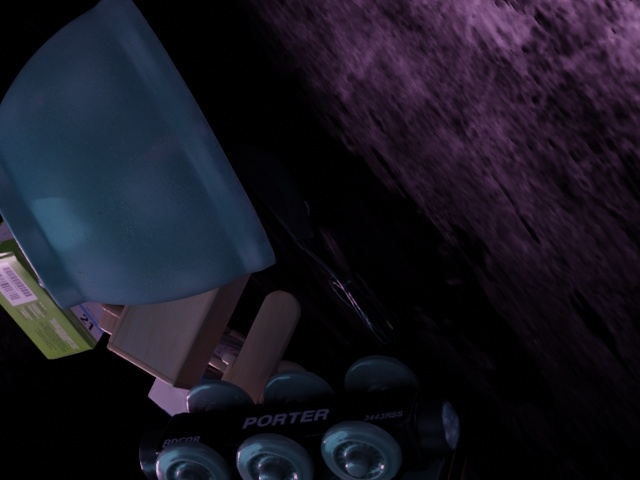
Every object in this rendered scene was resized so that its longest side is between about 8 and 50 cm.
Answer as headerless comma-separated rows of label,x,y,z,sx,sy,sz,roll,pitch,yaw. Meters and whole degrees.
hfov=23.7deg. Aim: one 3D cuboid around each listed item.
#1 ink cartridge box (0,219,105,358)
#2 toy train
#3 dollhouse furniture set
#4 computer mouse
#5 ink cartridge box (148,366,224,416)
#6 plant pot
ink cartridge box,-0.357,0.012,2.185,0.097,0.255,0.189,-14,123,36
toy train,-0.011,0.230,1.494,0.334,0.142,0.190,-10,120,21
dollhouse furniture set,-0.063,0.098,1.786,0.303,0.174,0.355,27,-176,31
computer mouse,0.000,0.000,1.387,0.242,0.041,0.071,50,175,-22
ink cartridge box,-0.104,0.205,1.855,0.181,0.061,0.104,22,-176,-34
plant pot,-0.197,-0.056,1.403,0.293,0.196,0.293,58,174,10
